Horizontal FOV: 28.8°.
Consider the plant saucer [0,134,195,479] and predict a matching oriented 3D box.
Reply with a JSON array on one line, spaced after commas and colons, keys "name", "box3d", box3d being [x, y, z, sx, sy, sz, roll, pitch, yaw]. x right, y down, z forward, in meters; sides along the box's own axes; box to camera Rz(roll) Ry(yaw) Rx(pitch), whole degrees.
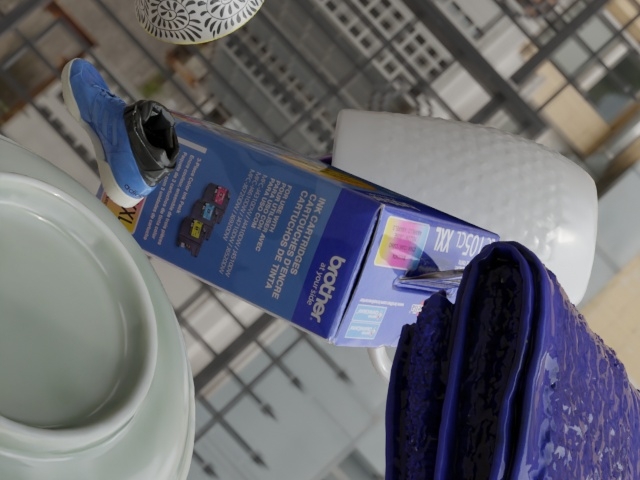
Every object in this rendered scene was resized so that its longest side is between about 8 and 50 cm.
[{"name": "plant saucer", "box3d": [-0.230, 0.064, 0.895, 0.100, 0.400, 0.400, -33, -174, 37]}]

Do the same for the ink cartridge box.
[{"name": "ink cartridge box", "box3d": [0.000, 0.000, 1.305, 0.270, 0.395, 0.151, 10, 103, -58]}]

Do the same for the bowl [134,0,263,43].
[{"name": "bowl", "box3d": [-0.154, -0.324, 1.492, 0.170, 0.170, 0.080, -43, 147, -17]}]

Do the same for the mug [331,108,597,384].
[{"name": "mug", "box3d": [0.169, 0.031, 1.599, 0.276, 0.328, 0.374, -73, 169, -79]}]

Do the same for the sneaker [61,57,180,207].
[{"name": "sneaker", "box3d": [-0.175, -0.114, 1.121, 0.085, 0.152, 0.058, -34, 158, 29]}]

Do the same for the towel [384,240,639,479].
[{"name": "towel", "box3d": [0.113, 0.168, 0.559, 0.076, 0.308, 0.227, -7, -123, 30]}]

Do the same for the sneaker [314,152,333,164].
[{"name": "sneaker", "box3d": [0.065, -0.075, 1.559, 0.236, 0.095, 0.104, -10, 168, -15]}]
